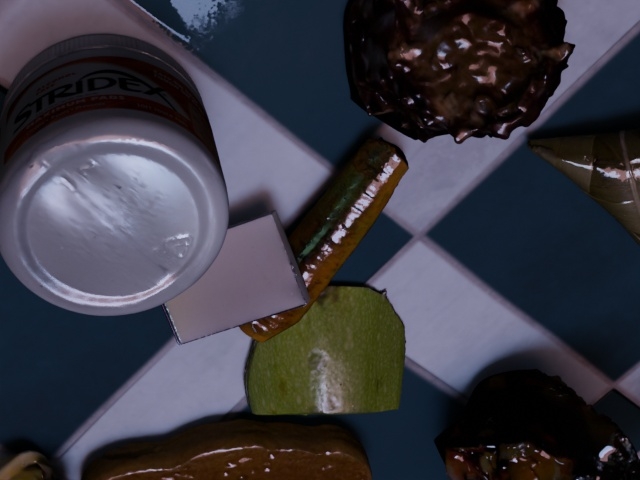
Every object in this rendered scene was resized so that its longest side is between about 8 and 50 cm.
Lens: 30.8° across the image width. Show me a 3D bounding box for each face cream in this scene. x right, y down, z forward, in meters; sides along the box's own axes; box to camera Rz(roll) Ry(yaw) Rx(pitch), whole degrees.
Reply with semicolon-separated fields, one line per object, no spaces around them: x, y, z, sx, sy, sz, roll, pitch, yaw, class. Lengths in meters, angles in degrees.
-0.191;-0.060;1.050;0.201;0.187;0.201;-6;124;-9;face cream

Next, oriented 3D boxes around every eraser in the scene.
-0.097;0.038;1.196;0.150;0.023;0.104;-18;100;15;eraser

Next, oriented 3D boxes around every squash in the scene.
0.016;0.144;1.299;0.192;0.085;0.184;-3;124;-13;squash

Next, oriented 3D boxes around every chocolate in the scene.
0.140;-0.165;1.068;0.206;0.177;0.224;29;111;-28;chocolate

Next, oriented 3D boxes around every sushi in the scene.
0.261;0.265;1.350;0.215;0.227;0.212;-26;125;4;sushi

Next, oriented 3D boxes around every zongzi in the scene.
0.313;-0.049;1.252;0.176;0.078;0.160;-6;125;3;zongzi

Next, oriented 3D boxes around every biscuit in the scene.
-0.110;0.346;1.412;0.381;0.074;0.359;-29;126;4;biscuit

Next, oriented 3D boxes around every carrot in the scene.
0.000;0.000;1.214;0.070;0.070;0.260;27;111;-27;carrot

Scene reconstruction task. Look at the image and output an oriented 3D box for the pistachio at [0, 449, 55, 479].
-0.352;0.351;1.317;0.157;0.157;0.229;19;108;-24;pistachio
